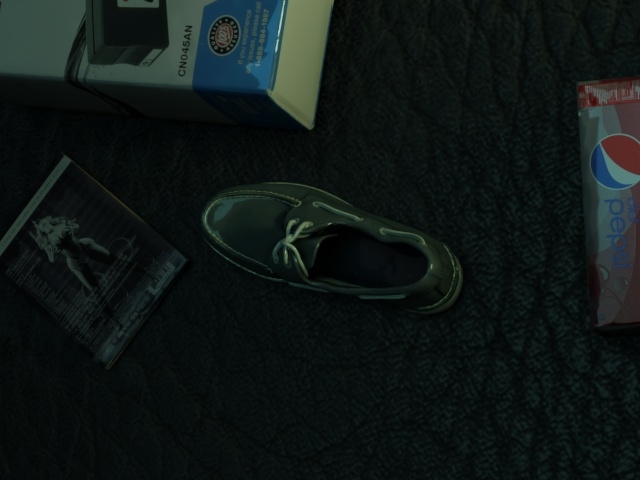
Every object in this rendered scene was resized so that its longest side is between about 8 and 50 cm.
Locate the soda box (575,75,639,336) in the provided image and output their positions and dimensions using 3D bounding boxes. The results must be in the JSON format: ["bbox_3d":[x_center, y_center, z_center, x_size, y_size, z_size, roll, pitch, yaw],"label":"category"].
[{"bbox_3d":[0.321,-0.034,1.678,0.083,0.092,0.263,-5,80,18],"label":"soda box"}]

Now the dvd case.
[{"bbox_3d":[-0.281,0.022,1.902,0.221,0.018,0.164,39,95,19],"label":"dvd case"}]

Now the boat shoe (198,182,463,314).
[{"bbox_3d":[0.000,0.000,1.772,0.319,0.099,0.116,17,86,20],"label":"boat shoe"}]

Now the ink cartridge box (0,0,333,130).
[{"bbox_3d":[-0.193,-0.295,1.850,0.395,0.166,0.285,6,82,19],"label":"ink cartridge box"}]
